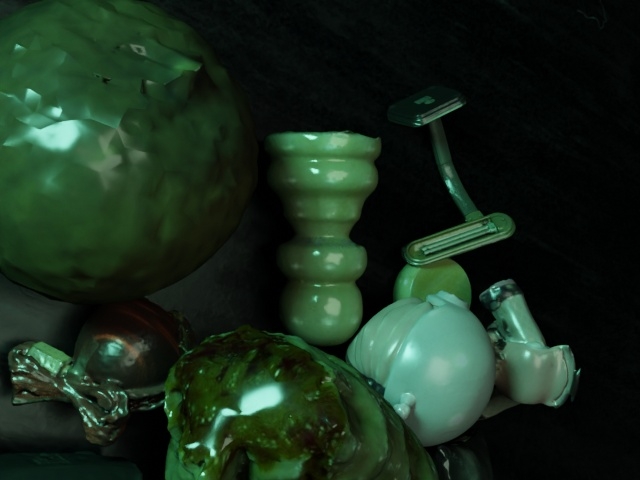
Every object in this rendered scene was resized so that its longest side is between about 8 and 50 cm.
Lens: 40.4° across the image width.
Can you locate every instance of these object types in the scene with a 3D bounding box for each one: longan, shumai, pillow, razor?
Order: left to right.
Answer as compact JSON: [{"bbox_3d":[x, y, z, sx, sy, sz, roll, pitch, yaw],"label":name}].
[{"bbox_3d":[-0.397,0.330,1.094,0.327,0.189,0.107,1,88,-32],"label":"razor"},{"bbox_3d":[-0.274,-0.112,1.072,0.391,0.391,0.391,2,87,-29],"label":"longan"},{"bbox_3d":[-0.049,0.265,1.075,0.324,0.397,0.323,-42,151,-15],"label":"shumai"},{"bbox_3d":[0.227,0.417,1.447,0.250,0.106,0.186,10,84,-66],"label":"pillow"}]

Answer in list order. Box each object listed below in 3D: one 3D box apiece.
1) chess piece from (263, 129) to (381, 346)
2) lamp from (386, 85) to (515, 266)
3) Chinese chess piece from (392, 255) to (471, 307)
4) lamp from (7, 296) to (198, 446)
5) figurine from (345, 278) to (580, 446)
[{"bbox_3d":[0.000,0.000,1.352,0.182,0.182,0.330,-1,93,-30],"label":"chess piece"},{"bbox_3d":[0.185,-0.107,1.494,0.203,0.124,0.283,-25,99,-15],"label":"lamp"},{"bbox_3d":[0.194,0.096,1.513,0.144,0.058,0.144,1,88,-28],"label":"Chinese chess piece"},{"bbox_3d":[-0.283,0.153,1.182,0.223,0.215,0.151,-36,143,-57],"label":"lamp"},{"bbox_3d":[0.211,0.193,1.381,0.361,0.211,0.253,-1,94,-29],"label":"figurine"}]
